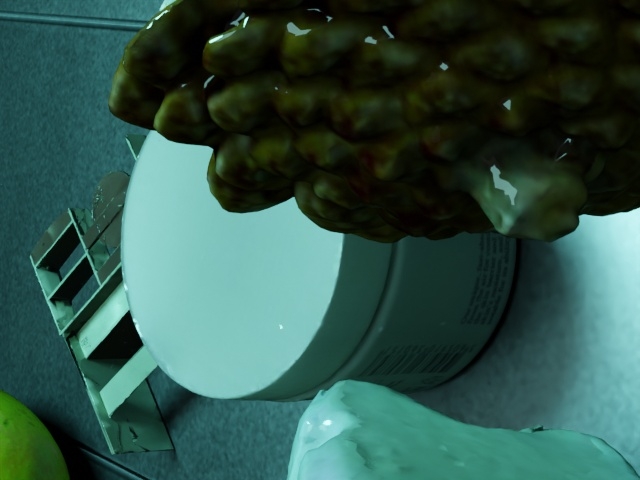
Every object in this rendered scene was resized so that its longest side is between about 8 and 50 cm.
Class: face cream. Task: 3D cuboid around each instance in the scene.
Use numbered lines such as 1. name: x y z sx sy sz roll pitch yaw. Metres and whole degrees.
1. face cream: 0.000 0.000 0.696 0.177 0.152 0.177 -4 85 44

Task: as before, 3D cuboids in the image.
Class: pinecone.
1. pinecone: 0.055 -0.117 0.443 0.264 0.264 0.264 -5 83 45

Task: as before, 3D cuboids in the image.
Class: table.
1. table: -0.121 0.038 0.878 0.146 0.062 0.175 -46 57 33

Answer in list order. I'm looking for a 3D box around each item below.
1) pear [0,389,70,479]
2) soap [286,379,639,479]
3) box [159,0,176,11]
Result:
1. pear: -0.277 0.207 0.931 0.220 0.187 0.188 45 119 55
2. soap: 0.015 0.309 0.488 0.261 0.156 0.446 -99 24 -78
3. box: -0.036 -0.203 0.836 0.198 0.029 0.109 -56 51 27
